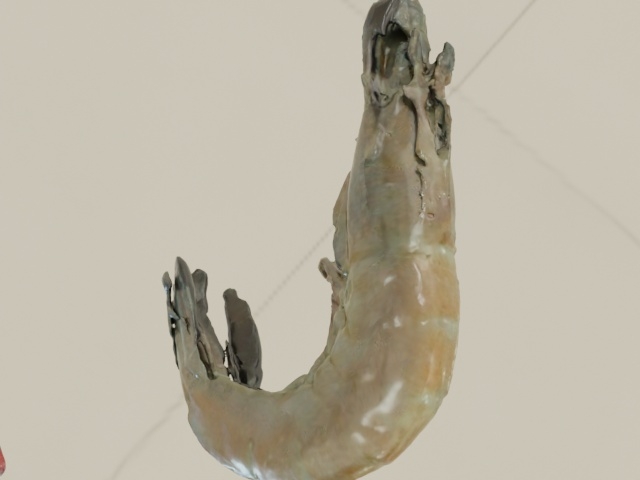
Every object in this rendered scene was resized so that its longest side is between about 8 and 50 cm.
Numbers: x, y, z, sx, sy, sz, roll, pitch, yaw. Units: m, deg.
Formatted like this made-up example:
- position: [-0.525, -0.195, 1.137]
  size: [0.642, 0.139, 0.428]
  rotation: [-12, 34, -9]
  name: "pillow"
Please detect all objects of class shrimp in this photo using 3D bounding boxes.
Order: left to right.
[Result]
- position: [0.000, 0.000, 0.696]
  size: [0.152, 0.046, 0.219]
  rotation: [-7, 68, 40]
  name: "shrimp"

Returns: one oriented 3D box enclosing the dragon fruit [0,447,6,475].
- position: [-0.271, 0.150, 0.992]
  size: [0.147, 0.096, 0.102]
  rotation: [-38, 90, 36]
  name: "dragon fruit"
